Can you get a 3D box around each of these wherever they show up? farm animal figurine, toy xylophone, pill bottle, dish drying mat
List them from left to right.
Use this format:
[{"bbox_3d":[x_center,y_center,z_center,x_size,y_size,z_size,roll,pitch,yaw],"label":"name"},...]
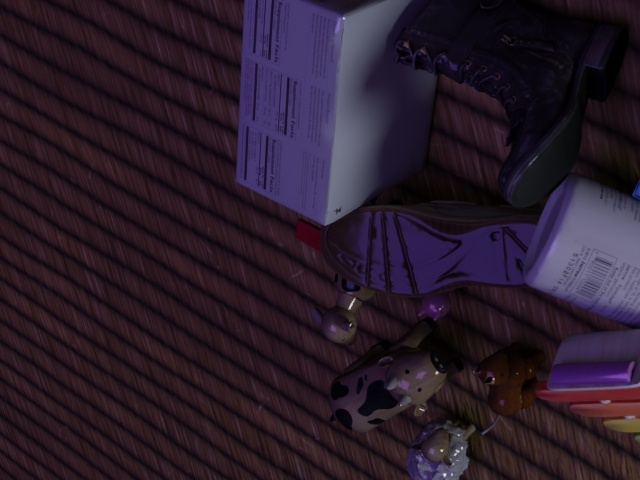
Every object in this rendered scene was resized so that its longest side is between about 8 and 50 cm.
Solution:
[{"bbox_3d":[0.000,0.000,1.736,0.083,0.008,0.032,28,129,28],"label":"dish drying mat"},{"bbox_3d":[0.098,0.148,1.615,0.330,0.172,0.327,44,135,13],"label":"farm animal figurine"},{"bbox_3d":[0.342,0.028,1.326,0.229,0.131,0.131,22,131,1],"label":"pill bottle"},{"bbox_3d":[0.396,0.169,1.337,0.323,0.081,0.236,28,154,-31],"label":"toy xylophone"}]

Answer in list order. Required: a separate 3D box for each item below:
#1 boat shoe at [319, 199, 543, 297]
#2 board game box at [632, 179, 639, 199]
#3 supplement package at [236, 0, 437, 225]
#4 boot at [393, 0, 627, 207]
[{"bbox_3d":[0.150,0.003,1.488,0.302,0.098,0.109,0,104,20],"label":"boat shoe"},{"bbox_3d":[0.430,-0.057,1.223,0.211,0.039,0.160,33,137,18],"label":"board game box"},{"bbox_3d":[0.025,-0.188,1.464,0.145,0.204,0.262,28,129,30],"label":"supplement package"},{"bbox_3d":[0.178,-0.168,1.334,0.229,0.263,0.091,22,153,23],"label":"boot"}]
